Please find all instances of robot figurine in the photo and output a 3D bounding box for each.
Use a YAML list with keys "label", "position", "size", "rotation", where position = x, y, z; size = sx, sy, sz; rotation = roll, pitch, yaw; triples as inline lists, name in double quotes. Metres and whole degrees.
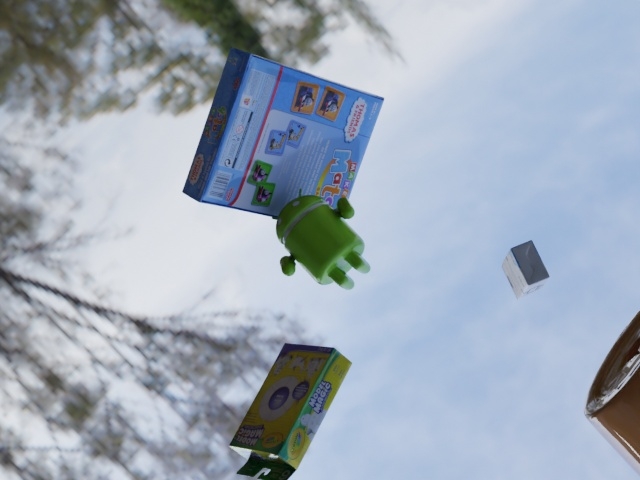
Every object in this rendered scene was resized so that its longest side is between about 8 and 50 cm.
- label: "robot figurine"
  position: [0.000, 0.000, 1.417]
  size: [0.101, 0.115, 0.067]
  rotation: [-45, 161, 7]

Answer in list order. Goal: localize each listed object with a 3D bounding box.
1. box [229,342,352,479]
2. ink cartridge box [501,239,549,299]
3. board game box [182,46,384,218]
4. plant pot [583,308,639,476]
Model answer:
- label: "box"
  position: [-0.043, 0.214, 1.681]
  size: [0.105, 0.043, 0.179]
  rotation: [-1, -125, 50]
- label: "ink cartridge box"
  position: [0.233, 0.035, 1.543]
  size: [0.028, 0.048, 0.083]
  rotation: [-22, 167, -6]
- label: "board game box"
  position: [-0.035, -0.103, 1.440]
  size: [0.039, 0.211, 0.160]
  rotation: [27, -80, 43]
- label: "plant pot"
  position: [0.447, 0.182, 1.582]
  size: [0.291, 0.203, 0.291]
  rotation: [-57, 179, -2]
